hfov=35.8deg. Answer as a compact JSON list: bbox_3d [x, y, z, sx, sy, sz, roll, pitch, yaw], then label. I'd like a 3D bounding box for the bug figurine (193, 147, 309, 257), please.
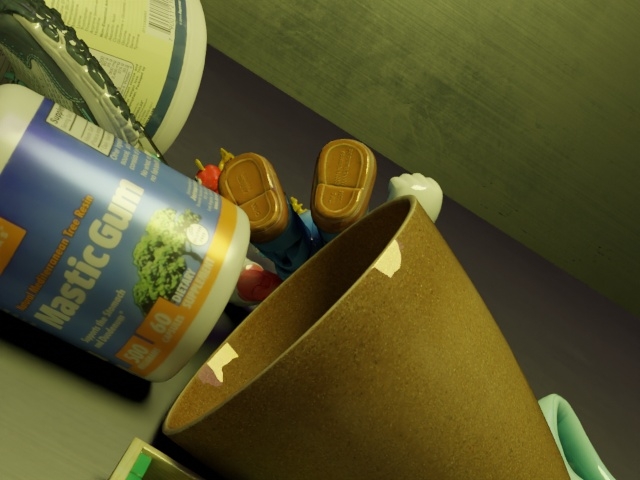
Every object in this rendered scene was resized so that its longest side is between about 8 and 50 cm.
[{"bbox_3d":[-0.048,-0.009,1.229,0.216,0.072,0.279,32,7,-37],"label":"bug figurine"}]

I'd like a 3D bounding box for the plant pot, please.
[{"bbox_3d":[0.059,0.140,0.703,0.254,0.237,0.237,48,12,-6],"label":"plant pot"}]

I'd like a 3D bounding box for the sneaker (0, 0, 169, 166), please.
[{"bbox_3d":[-0.210,-0.078,0.823,0.110,0.122,0.283,52,-7,43],"label":"sneaker"}]

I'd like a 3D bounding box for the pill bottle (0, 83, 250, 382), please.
[{"bbox_3d":[-0.201,-0.018,0.723,0.272,0.152,0.152,29,14,-18],"label":"pill bottle"}]

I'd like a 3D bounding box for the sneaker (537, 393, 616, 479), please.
[{"bbox_3d":[0.252,0.268,0.777,0.135,0.150,0.366,16,26,-49],"label":"sneaker"}]

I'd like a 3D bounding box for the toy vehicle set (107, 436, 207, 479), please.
[{"bbox_3d":[-0.064,0.210,0.495,0.166,0.035,0.267,33,13,-4],"label":"toy vehicle set"}]

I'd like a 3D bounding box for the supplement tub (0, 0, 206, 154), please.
[{"bbox_3d":[-0.297,-0.197,0.917,0.325,0.235,0.235,14,23,-42],"label":"supplement tub"}]

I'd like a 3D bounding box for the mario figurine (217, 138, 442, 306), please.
[{"bbox_3d":[0.000,0.000,0.951,0.198,0.170,0.320,26,-20,21],"label":"mario figurine"}]
